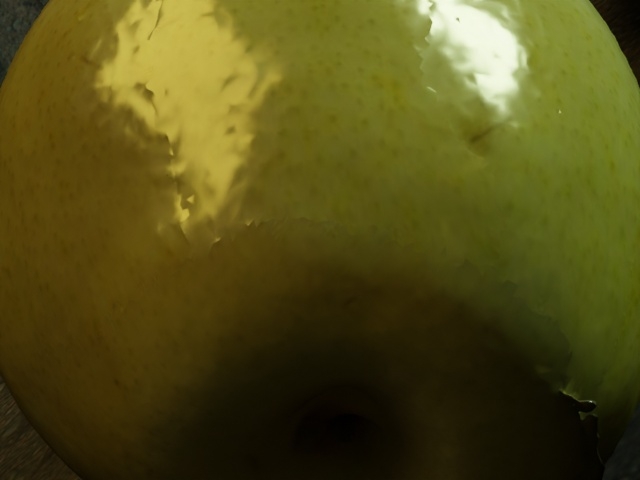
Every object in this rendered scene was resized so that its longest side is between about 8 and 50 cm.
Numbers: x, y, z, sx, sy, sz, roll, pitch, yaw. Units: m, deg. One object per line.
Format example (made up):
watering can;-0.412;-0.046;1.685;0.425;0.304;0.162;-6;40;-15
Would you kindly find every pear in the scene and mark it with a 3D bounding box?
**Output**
pear;0.000;0.000;0.753;0.309;0.309;0.309;-39;18;15
